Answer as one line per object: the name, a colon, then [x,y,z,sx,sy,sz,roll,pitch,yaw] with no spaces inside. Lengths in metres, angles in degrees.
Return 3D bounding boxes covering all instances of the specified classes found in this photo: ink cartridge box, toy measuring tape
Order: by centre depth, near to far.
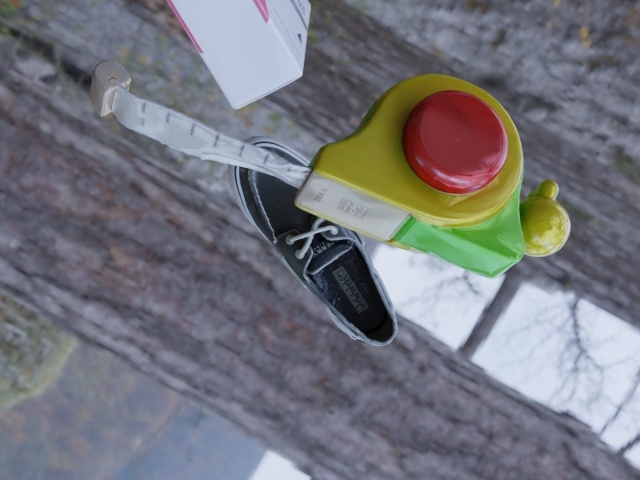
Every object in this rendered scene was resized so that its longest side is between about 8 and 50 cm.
toy measuring tape: [0.019,-0.076,0.819,0.121,0.330,0.121,-158,-90,-83]
ink cartridge box: [-0.115,-0.351,1.775,0.117,0.207,0.283,-24,-153,16]

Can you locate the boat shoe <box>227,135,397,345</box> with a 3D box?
boat shoe: [0.000,0.000,1.090,0.078,0.219,0.070,-39,-166,-2]
